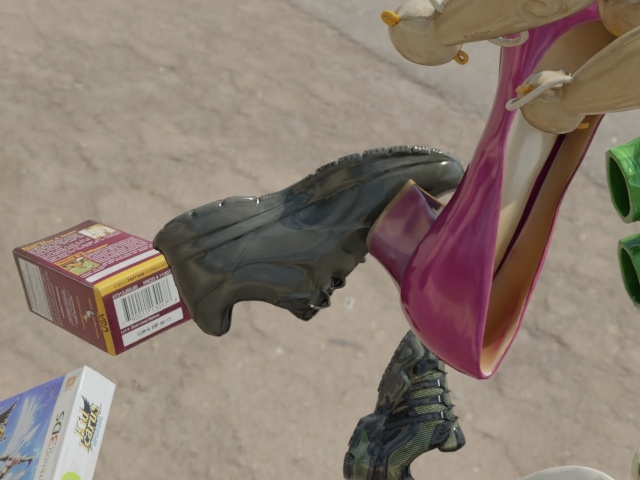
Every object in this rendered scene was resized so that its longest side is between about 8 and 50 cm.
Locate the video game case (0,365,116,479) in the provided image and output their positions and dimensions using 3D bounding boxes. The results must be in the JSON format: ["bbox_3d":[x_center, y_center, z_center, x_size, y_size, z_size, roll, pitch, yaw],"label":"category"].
[{"bbox_3d":[-0.395,0.308,1.439,0.061,0.270,0.244,42,39,-34],"label":"video game case"}]

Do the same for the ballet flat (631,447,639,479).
[{"bbox_3d":[0.516,0.271,1.429,0.248,0.086,0.086,-8,29,7],"label":"ballet flat"}]

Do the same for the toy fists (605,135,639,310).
[{"bbox_3d":[0.448,-0.026,1.408,0.142,0.279,0.096,-21,37,-1],"label":"toy fists"}]

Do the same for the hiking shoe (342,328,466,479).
[{"bbox_3d":[0.116,0.180,1.248,0.114,0.227,0.086,27,-3,6],"label":"hiking shoe"}]

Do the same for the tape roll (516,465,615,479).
[{"bbox_3d":[0.199,0.407,1.121,0.072,0.392,0.392,36,26,-15],"label":"tape roll"}]

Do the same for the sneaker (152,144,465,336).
[{"bbox_3d":[0.000,0.000,1.022,0.286,0.130,0.109,-20,-4,5],"label":"sneaker"}]

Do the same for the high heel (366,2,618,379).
[{"bbox_3d":[0.192,-0.073,0.870,0.127,0.377,0.181,20,22,-37],"label":"high heel"}]

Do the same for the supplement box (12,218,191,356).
[{"bbox_3d":[-0.236,0.046,1.217,0.104,0.080,0.188,-25,27,-35],"label":"supplement box"}]

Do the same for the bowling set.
[{"bbox_3d":[0.196,-0.161,0.719,0.287,0.154,0.199,28,63,-30],"label":"bowling set"}]
